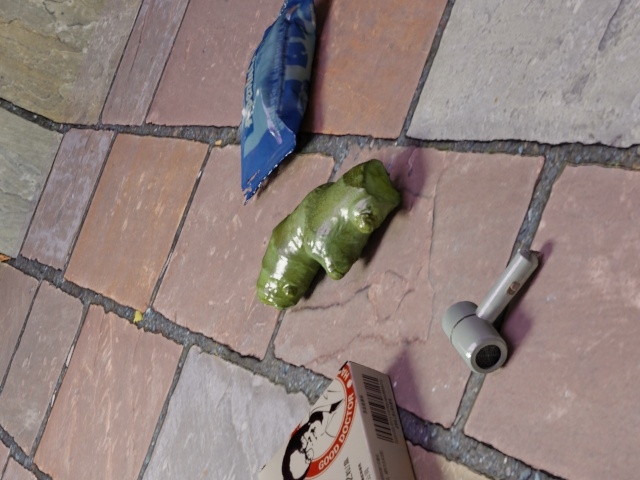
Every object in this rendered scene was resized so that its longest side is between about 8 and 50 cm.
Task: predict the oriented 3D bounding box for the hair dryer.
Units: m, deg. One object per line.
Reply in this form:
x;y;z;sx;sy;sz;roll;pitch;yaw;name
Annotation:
0.188;0.067;1.535;0.137;0.047;0.082;-54;29;12;hair dryer

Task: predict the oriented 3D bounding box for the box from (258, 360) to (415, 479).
0.025;0.330;1.623;0.214;0.069;0.353;-54;27;28;box

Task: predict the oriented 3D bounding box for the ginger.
0.001;-0.003;1.902;0.290;0.089;0.137;-29;65;48;ginger

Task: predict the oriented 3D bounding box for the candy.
-0.068;-0.234;2.232;0.187;0.077;0.331;-43;34;54;candy
